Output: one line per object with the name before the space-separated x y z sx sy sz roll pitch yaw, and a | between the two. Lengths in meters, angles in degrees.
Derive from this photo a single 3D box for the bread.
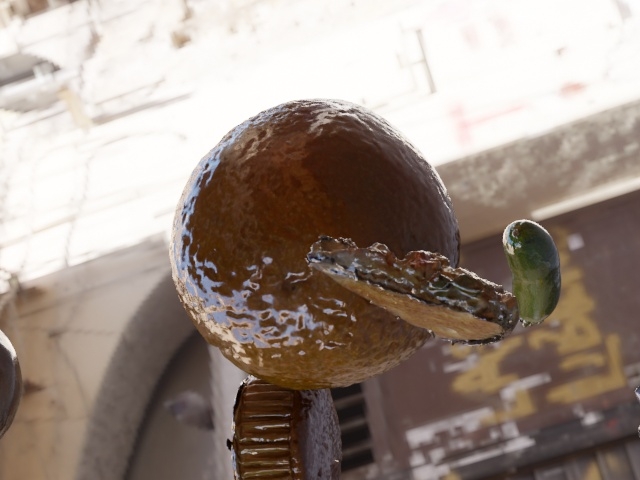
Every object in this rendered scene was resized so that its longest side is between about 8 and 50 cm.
bread | -0.035 0.245 1.634 0.199 0.104 0.199 -5 -90 -76

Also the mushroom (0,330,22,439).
mushroom | -0.662 0.245 2.420 0.208 0.302 0.233 -28 -53 -57

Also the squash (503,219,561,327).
squash | 0.274 0.042 1.746 0.258 0.069 0.069 67 -170 -60

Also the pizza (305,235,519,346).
pizza | 0.081 0.039 1.216 0.185 0.195 0.052 137 156 -72

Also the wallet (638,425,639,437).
wallet | 0.339 0.127 1.071 0.110 0.155 0.039 22 -143 -50

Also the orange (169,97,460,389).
orange | 0.000 0.000 1.533 0.357 0.322 0.322 -59 -50 -66

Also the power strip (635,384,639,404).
power strip | 0.421 0.097 1.270 0.109 0.279 0.037 47 -175 24
